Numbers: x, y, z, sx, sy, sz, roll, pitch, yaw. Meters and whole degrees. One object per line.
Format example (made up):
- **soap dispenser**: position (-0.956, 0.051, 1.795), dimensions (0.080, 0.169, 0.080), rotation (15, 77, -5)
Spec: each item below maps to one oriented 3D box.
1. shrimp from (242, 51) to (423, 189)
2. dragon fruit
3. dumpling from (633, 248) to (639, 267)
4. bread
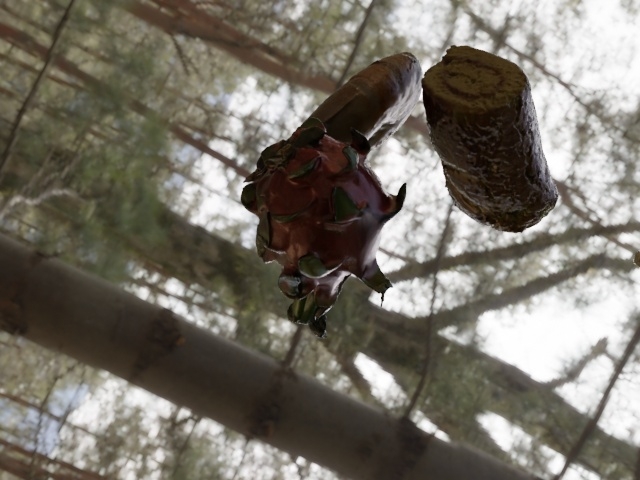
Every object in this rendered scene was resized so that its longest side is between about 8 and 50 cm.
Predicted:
- **shrimp**: position (0.016, -0.109, 1.016), dimensions (0.287, 0.063, 0.152), rotation (-39, 166, -26)
- **dragon fruit**: position (0.003, 0.000, 0.873), dimensions (0.137, 0.135, 0.235), rotation (33, -51, 56)
- **dumpling**: position (0.668, 0.013, 1.335), dimensions (0.316, 0.233, 0.395), rotation (-22, -169, -14)
- **bread**: position (0.173, -0.101, 0.947), dimensions (0.103, 0.172, 0.132), rotation (-36, -139, -15)
